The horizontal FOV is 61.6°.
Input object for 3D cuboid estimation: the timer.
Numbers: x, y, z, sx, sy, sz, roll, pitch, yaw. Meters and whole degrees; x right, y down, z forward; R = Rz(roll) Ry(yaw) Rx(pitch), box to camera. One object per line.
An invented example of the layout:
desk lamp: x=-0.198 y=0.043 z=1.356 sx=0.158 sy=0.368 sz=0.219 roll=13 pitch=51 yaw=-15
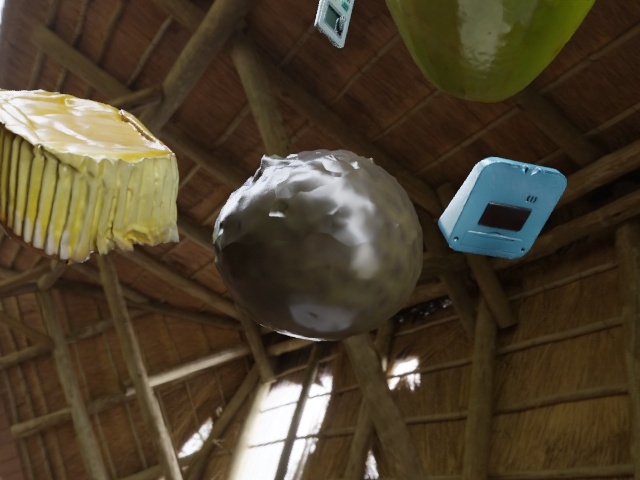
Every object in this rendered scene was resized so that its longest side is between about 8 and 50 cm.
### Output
timer: x=0.433 y=-0.085 z=1.292 sx=0.091 sy=0.232 sz=0.250 roll=-102 pitch=-153 yaw=-51

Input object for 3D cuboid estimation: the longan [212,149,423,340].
longan: x=0.000 y=0.000 z=1.014 sx=0.391 sy=0.391 sz=0.391 roll=14 pitch=-72 yaw=49

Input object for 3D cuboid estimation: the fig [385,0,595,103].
fig: x=0.172 y=-0.301 z=0.554 sx=0.258 sy=0.258 sz=0.326 roll=41 pitch=-29 yaw=38

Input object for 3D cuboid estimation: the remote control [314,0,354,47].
remote control: x=0.043 y=-0.613 z=1.283 sx=0.051 sy=0.103 sz=0.293 roll=1 pitch=-105 yaw=38

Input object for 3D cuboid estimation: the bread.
bread: x=-0.260 y=-0.071 z=0.572 sx=0.250 sy=0.179 sz=0.133 roll=32 pitch=-69 yaw=36
